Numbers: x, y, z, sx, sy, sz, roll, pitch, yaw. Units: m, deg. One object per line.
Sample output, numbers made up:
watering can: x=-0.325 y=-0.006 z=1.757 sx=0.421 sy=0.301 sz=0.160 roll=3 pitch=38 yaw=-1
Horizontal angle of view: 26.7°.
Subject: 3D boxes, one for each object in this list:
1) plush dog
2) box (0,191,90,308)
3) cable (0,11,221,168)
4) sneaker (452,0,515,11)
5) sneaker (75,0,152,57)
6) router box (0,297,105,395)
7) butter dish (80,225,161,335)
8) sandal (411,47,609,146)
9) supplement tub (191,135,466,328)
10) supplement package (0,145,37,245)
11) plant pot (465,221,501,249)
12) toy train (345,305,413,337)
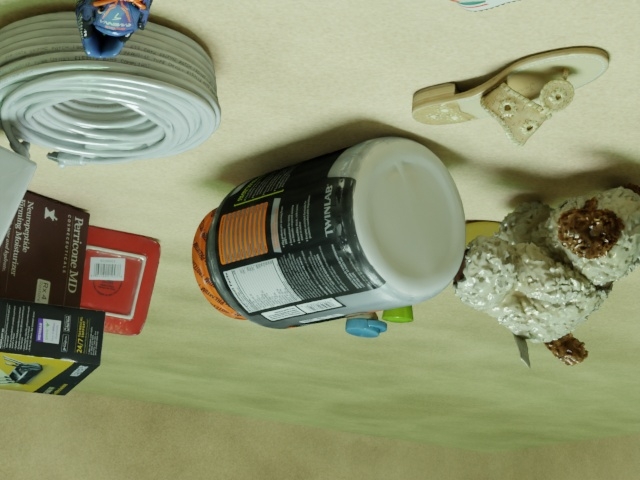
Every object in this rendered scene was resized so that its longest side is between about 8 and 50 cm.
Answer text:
plush dog: x=0.325 y=0.023 z=1.704 sx=0.225 sy=0.210 sz=0.262 roll=-45 pitch=172 yaw=31
box: x=-0.470 y=0.023 z=1.949 sx=0.167 sy=0.168 sz=0.203 roll=-11 pitch=159 yaw=40
cable: x=-0.232 y=-0.158 z=1.433 sx=0.257 sy=0.089 sz=0.257 roll=0 pitch=163 yaw=7
sneaker: x=0.153 y=-0.237 z=1.136 sx=0.075 sy=0.057 sz=0.161 roll=10 pitch=166 yaw=-41
sneaker: x=-0.171 y=-0.226 z=1.189 sx=0.083 sy=0.087 sz=0.221 roll=7 pitch=163 yaw=-13
router box: x=-0.459 y=0.153 z=1.942 sx=0.243 sy=0.081 sz=0.309 roll=9 pitch=163 yaw=-17
butter dish: x=-0.350 y=0.056 z=2.125 sx=0.160 sy=0.159 sz=0.118 roll=12 pitch=-175 yaw=-25
sandal: x=0.201 y=-0.134 z=1.435 sx=0.240 sy=0.079 sz=0.088 roll=-10 pitch=159 yaw=39
supplement tub: x=0.000 y=0.000 z=1.709 sx=0.207 sy=0.207 sz=0.338 roll=17 pitch=160 yaw=-38
supplement package: x=-0.440 y=-0.043 z=1.513 sx=0.178 sy=0.175 sz=0.293 roll=25 pitch=176 yaw=-14
plant pot: x=0.231 y=0.016 z=1.946 sx=0.083 sy=0.081 sz=0.081 roll=17 pitch=161 yaw=-14
toy train: x=0.120 y=0.057 z=1.984 sx=0.105 sy=0.143 sz=0.248 roll=14 pitch=161 yaw=-33
